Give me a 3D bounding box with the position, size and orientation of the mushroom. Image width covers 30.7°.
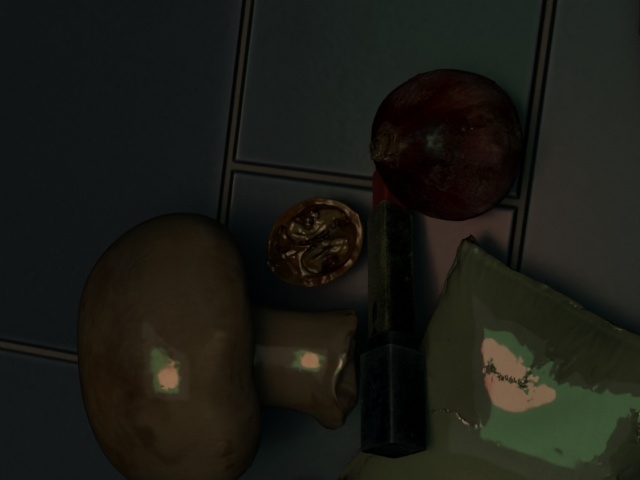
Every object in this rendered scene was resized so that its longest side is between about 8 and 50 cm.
[{"bbox_3d":[-0.105,0.115,1.213,0.290,0.297,0.298,-3,91,-11],"label":"mushroom"}]

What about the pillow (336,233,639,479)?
[{"bbox_3d":[0.211,0.193,1.186,0.310,0.119,0.312,27,101,12],"label":"pillow"}]

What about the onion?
[{"bbox_3d":[0.113,-0.095,1.165,0.159,0.195,0.160,3,95,37],"label":"onion"}]

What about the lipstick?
[{"bbox_3d":[0.074,0.064,1.205,0.051,0.051,0.312,-29,52,47],"label":"lipstick"}]

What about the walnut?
[{"bbox_3d":[0.000,0.000,1.273,0.121,0.052,0.091,-27,87,22],"label":"walnut"}]

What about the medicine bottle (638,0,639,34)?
[{"bbox_3d":[0.349,-0.312,1.133,0.110,0.110,0.352,3,93,16],"label":"medicine bottle"}]
